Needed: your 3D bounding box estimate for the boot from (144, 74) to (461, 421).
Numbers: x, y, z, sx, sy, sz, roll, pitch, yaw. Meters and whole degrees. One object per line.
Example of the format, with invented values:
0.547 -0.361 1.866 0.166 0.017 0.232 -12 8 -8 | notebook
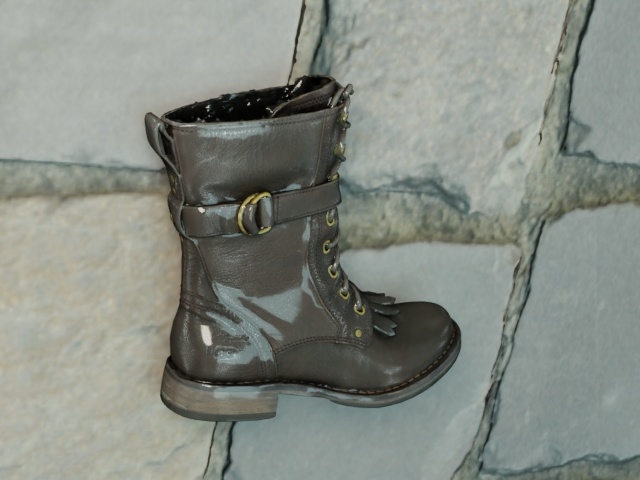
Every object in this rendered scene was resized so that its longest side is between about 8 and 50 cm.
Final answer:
0.000 0.000 1.042 0.263 0.091 0.229 -8 115 -33 | boot
